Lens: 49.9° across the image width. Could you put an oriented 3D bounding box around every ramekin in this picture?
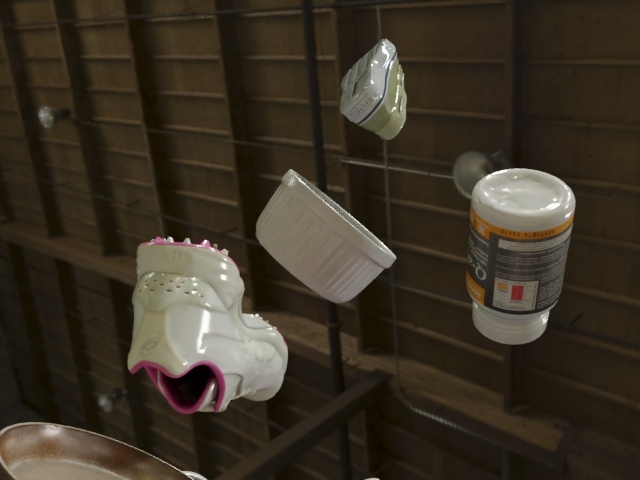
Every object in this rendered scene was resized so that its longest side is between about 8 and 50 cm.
[{"bbox_3d":[0.000,0.000,1.021,0.207,0.207,0.109,43,-84,24],"label":"ramekin"}]

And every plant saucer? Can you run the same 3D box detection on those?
[{"bbox_3d":[-0.245,0.309,0.821,0.311,0.311,0.050,23,-96,37],"label":"plant saucer"}]

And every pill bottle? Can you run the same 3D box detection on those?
[{"bbox_3d":[0.330,0.032,1.162,0.162,0.162,0.278,26,-43,35],"label":"pill bottle"}]

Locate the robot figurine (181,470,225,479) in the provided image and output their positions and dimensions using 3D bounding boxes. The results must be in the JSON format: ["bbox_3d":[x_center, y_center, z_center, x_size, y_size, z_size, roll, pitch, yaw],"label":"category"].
[{"bbox_3d":[-0.291,0.605,1.450,0.278,0.209,0.173,-153,-110,-77],"label":"robot figurine"}]

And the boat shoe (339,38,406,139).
[{"bbox_3d":[0.096,-0.256,1.180,0.094,0.302,0.109,43,-59,-17],"label":"boat shoe"}]

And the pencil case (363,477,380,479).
[{"bbox_3d":[0.223,0.585,1.309,0.411,0.160,0.183,3,-109,47],"label":"pencil case"}]

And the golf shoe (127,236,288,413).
[{"bbox_3d":[-0.115,0.122,0.700,0.115,0.140,0.306,-1,-32,16],"label":"golf shoe"}]
